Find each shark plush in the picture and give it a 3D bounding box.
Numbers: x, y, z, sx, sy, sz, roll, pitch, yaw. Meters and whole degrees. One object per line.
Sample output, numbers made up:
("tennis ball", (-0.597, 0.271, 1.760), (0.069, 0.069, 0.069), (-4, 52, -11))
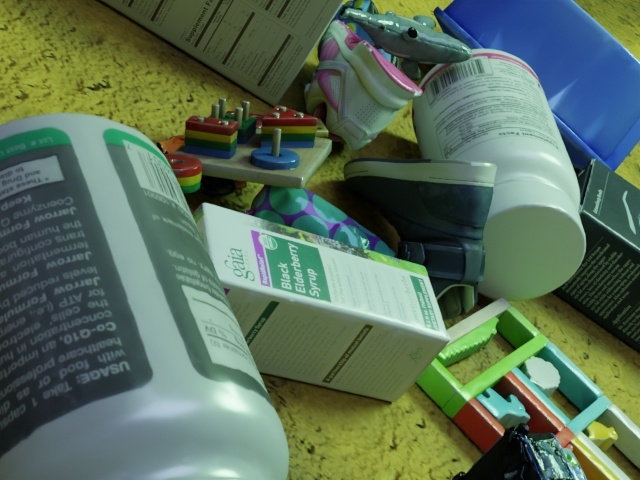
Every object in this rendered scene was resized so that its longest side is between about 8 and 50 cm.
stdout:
("shark plush", (0.093, -0.237, 1.414), (0.161, 0.073, 0.067), (30, -5, -33))

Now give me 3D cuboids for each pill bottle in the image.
("pill bottle", (-0.142, 0.104, 0.831), (0.204, 0.204, 0.361), (8, 41, -36))
("pill bottle", (0.197, -0.075, 1.418), (0.160, 0.160, 0.283), (21, 35, -22))

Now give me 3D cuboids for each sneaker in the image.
("sneaker", (0.059, -0.256, 1.628), (0.078, 0.067, 0.188), (55, 8, -36))
("sneaker", (0.027, -0.173, 1.446), (0.103, 0.111, 0.252), (39, 7, -15))
("sneaker", (0.090, -0.003, 1.305), (0.086, 0.164, 0.226), (1, 4, -29))

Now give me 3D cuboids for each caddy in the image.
("caddy", (0.296, -0.218, 1.687), (0.341, 0.179, 0.241), (46, 11, 18))

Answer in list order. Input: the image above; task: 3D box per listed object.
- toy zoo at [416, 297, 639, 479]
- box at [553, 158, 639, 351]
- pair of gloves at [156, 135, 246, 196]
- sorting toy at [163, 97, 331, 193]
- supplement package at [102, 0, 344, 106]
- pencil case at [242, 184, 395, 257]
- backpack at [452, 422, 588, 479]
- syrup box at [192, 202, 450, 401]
("toy zoo", (0.232, 0.189, 1.230), (0.293, 0.030, 0.192), (46, 34, 16))
("box", (0.363, 0.025, 1.490), (0.207, 0.108, 0.153), (35, 32, 0))
("pair of gloves", (-0.119, -0.075, 1.267), (0.083, 0.010, 0.074), (49, 32, 17))
("sorting toy", (-0.062, -0.102, 1.242), (0.132, 0.046, 0.274), (9, 22, 10))
("supplement package", (-0.096, -0.331, 1.444), (0.262, 0.198, 0.199), (31, 33, -8))
("pencil case", (0.000, 0.000, 1.228), (0.151, 0.064, 0.070), (35, 49, 1))
("backpack", (0.179, 0.228, 1.062), (0.084, 0.105, 0.114), (9, 46, -33))
("syrup box", (-0.016, 0.057, 1.111), (0.236, 0.096, 0.093), (17, 37, -28))
